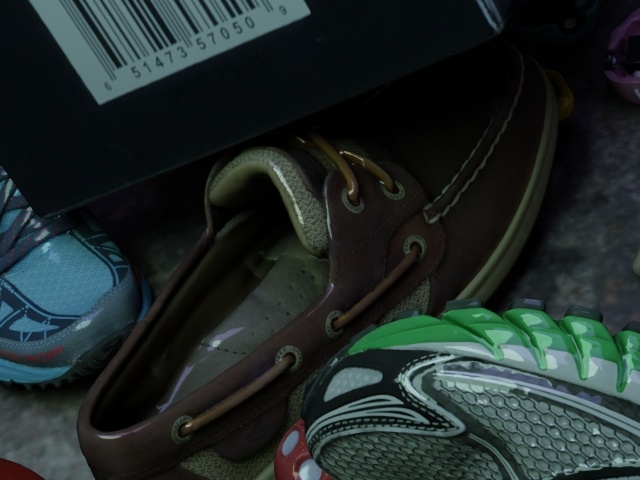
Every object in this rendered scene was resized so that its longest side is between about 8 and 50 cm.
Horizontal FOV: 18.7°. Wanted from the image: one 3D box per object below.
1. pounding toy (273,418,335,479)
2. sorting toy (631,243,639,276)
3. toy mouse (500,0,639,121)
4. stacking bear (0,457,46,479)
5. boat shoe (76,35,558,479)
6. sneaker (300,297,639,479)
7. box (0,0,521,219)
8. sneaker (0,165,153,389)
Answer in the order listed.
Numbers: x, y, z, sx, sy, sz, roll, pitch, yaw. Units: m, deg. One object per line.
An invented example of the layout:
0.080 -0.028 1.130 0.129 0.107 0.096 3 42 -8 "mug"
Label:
0.012 0.161 0.824 0.183 0.110 0.237 17 54 34 "pounding toy"
0.270 -0.044 0.982 0.196 0.047 0.348 6 49 26 "sorting toy"
0.153 -0.109 1.103 0.161 0.031 0.143 19 56 34 "toy mouse"
-0.224 0.195 0.846 0.289 0.164 0.175 -34 45 -30 "stacking bear"
0.000 0.000 0.970 0.123 0.123 0.342 24 62 38 "boat shoe"
0.138 0.140 0.727 0.343 0.134 0.146 29 63 14 "sneaker"
-0.019 -0.234 1.043 0.293 0.212 0.395 -20 23 32 "box"
-0.188 -0.020 1.070 0.104 0.125 0.262 -34 44 -14 "sneaker"
